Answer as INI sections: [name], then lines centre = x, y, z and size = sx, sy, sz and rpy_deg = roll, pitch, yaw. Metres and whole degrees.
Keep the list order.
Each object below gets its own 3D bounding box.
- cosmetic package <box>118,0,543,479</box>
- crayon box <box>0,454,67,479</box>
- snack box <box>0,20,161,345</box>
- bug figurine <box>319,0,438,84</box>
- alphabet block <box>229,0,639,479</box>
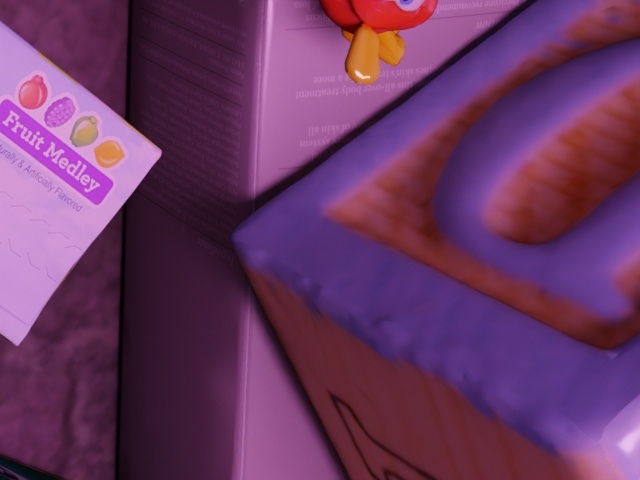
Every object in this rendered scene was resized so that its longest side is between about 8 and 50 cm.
[cosmetic package]
centre = 0.000, 0.000, 0.713
size = 0.127, 0.107, 0.238
rpy_deg = -7, 115, -33
[crayon box]
centre = -0.067, 0.206, 0.758
size = 0.278, 0.081, 0.165
rpy_deg = 29, 90, -39
[snack box]
centre = -0.163, -0.071, 0.504
size = 0.174, 0.207, 0.070
rpy_deg = 40, 84, -38
[bug figurine]
centre = -0.066, -0.164, 0.543
size = 0.279, 0.216, 0.072
rpy_deg = 20, 136, -35
[alphabet block]
centre = 0.121, 0.046, 0.628
size = 0.192, 0.193, 0.197
rpy_deg = -36, 125, -17
